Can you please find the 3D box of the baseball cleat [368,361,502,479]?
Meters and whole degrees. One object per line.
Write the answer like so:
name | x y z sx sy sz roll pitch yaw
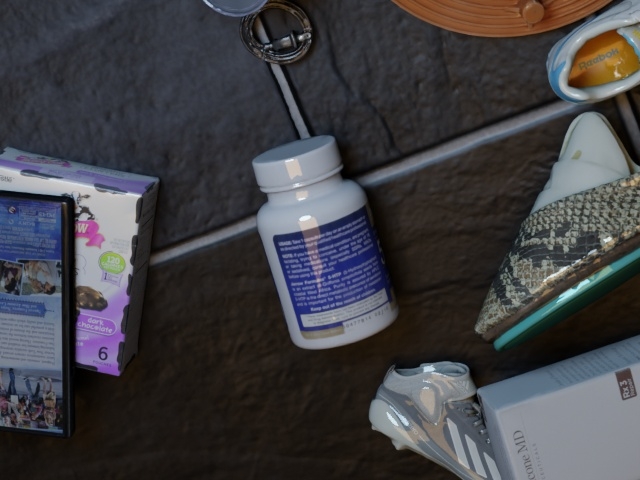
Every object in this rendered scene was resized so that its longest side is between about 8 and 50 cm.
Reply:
baseball cleat | 0.152 0.189 1.597 0.206 0.072 0.109 24 109 1

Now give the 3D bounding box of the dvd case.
dvd case | -0.331 0.070 1.595 0.180 0.022 0.253 5 108 9

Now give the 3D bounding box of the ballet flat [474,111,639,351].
ballet flat | 0.340 -0.067 1.463 0.482 0.164 0.182 -24 79 10

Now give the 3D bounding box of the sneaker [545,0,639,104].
sneaker | 0.310 -0.192 1.443 0.228 0.092 0.087 -34 98 13

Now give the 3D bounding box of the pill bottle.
pill bottle | 0.000 0.000 1.544 0.112 0.112 0.187 -13 104 13

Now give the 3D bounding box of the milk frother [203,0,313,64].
milk frother | -0.055 -0.226 1.471 0.129 0.135 0.143 -27 99 30

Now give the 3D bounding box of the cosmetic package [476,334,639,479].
cosmetic package | 0.278 0.167 1.530 0.231 0.085 0.117 -19 103 -6

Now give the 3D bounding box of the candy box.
candy box | -0.259 0.020 1.615 0.165 0.070 0.196 11 109 7

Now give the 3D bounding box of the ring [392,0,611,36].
ring | 0.173 -0.333 1.400 0.336 0.032 0.337 -3 120 -6
